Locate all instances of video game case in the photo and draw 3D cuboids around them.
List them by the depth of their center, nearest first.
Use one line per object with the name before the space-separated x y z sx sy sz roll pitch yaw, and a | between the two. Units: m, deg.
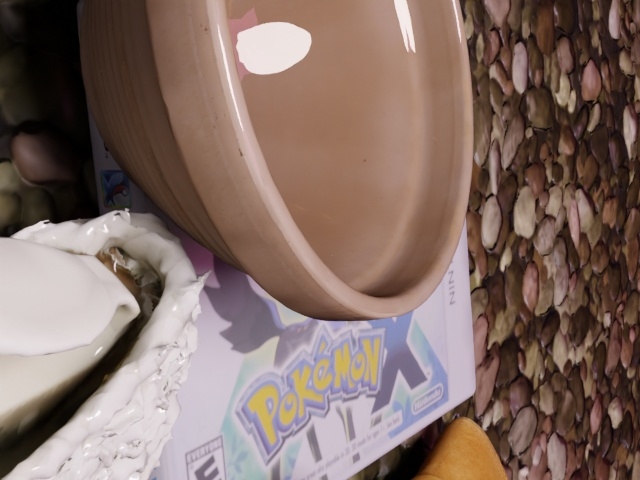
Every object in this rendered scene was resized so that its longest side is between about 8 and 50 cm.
video game case | 0.000 0.000 0.671 0.329 0.036 0.300 -19 108 -53

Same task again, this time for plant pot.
plant pot | -0.025 -0.081 0.486 0.237 0.109 0.237 19 68 -58

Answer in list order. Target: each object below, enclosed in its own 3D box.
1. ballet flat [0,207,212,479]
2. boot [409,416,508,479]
ballet flat | -0.176 0.067 0.328 0.409 0.147 0.147 -27 115 -56
boot | 0.057 0.186 0.714 0.211 0.104 0.295 -59 147 -41
